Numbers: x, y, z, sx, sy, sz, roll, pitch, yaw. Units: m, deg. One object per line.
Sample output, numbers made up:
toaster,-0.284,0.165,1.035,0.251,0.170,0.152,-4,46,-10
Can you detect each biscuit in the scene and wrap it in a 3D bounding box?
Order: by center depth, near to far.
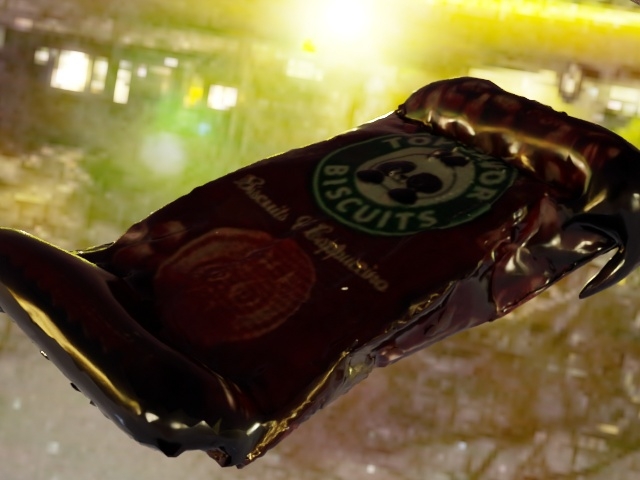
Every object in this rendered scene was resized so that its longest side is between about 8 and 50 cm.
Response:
biscuit,0.003,0.003,0.579,0.235,0.063,0.151,-25,-139,-24

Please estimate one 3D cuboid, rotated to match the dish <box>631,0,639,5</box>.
dish,0.212,-0.211,1.019,0.213,0.090,0.213,25,-161,-9
